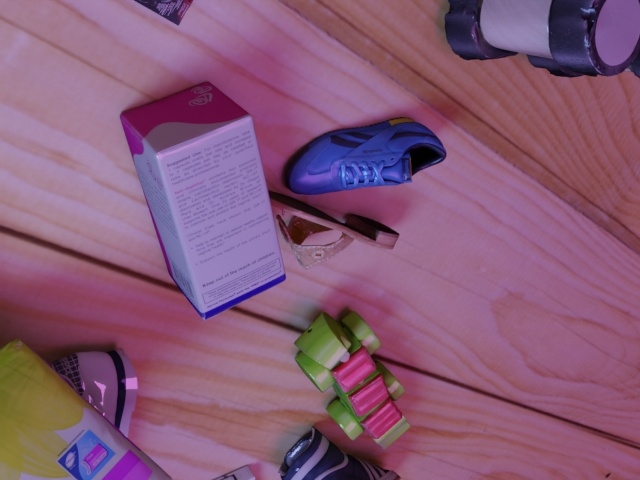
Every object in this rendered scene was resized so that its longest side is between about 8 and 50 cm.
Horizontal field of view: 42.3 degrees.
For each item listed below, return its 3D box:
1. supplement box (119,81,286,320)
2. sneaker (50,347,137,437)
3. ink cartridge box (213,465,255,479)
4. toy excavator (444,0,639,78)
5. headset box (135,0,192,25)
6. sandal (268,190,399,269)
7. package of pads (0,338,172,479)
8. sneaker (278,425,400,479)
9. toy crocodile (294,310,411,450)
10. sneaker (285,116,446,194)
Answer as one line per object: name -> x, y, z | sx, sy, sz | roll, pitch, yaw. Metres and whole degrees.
supplement box -> -0.126, -0.043, 0.907 | 0.114, 0.111, 0.220 | -26, 131, -19
sneaker -> -0.286, 0.241, 0.997 | 0.094, 0.090, 0.235 | -3, 106, -37
ink cartridge box -> -0.139, 0.375, 1.228 | 0.083, 0.028, 0.048 | -18, 127, -24
toy excavator -> 0.274, -0.414, 0.910 | 0.432, 0.222, 0.445 | 1, 104, -35
headset box -> -0.155, -0.254, 0.803 | 0.083, 0.032, 0.062 | 21, 106, -42
sandal -> 0.004, 0.003, 1.044 | 0.240, 0.088, 0.079 | 13, 105, -45
package of pads -> -0.325, 0.266, 0.783 | 0.296, 0.229, 0.101 | -47, 179, -31
sneaker -> 0.031, 0.372, 1.312 | 0.099, 0.153, 0.282 | -52, 164, 2
toy crocodile -> 0.058, 0.213, 1.207 | 0.115, 0.105, 0.341 | -37, 133, -9
sneaker -> 0.060, -0.097, 1.024 | 0.209, 0.082, 0.069 | -19, 129, -22
